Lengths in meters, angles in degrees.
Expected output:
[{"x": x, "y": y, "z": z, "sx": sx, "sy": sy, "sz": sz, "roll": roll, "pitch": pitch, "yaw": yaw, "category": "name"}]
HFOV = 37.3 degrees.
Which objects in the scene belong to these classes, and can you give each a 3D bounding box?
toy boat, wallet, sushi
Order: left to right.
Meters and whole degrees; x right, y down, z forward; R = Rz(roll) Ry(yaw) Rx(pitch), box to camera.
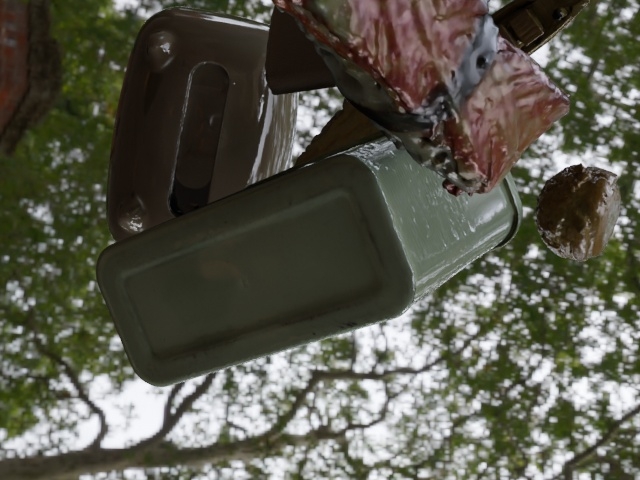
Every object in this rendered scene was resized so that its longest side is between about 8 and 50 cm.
[{"x": 0.027, "y": -0.186, "z": 0.832, "sx": 0.152, "sy": 0.039, "sz": 0.118, "roll": -7, "pitch": -121, "yaw": 20, "category": "wallet"}, {"x": 0.072, "y": -0.139, "z": 0.696, "sx": 0.124, "sy": 0.332, "sz": 0.130, "roll": -49, "pitch": -143, "yaw": 1, "category": "sushi"}, {"x": 0.213, "y": -0.230, "z": 1.086, "sx": 0.206, "sy": 0.072, "sz": 0.064, "roll": -32, "pitch": -82, "yaw": 37, "category": "toy boat"}]

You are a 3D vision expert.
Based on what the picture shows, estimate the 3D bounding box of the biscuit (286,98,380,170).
[{"x": 0.046, "y": -0.133, "z": 1.245, "sx": 0.228, "sy": 0.031, "sz": 0.176, "roll": -20, "pitch": -113, "yaw": 9, "category": "biscuit"}]

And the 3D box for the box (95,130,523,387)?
[{"x": 0.000, "y": 0.000, "z": 1.023, "sx": 0.352, "sy": 0.344, "sz": 0.177, "roll": -19, "pitch": -85, "yaw": 28, "category": "box"}]

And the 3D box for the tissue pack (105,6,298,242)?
[{"x": -0.175, "y": -0.147, "z": 1.425, "sx": 0.277, "sy": 0.267, "sz": 0.387, "roll": -84, "pitch": -175, "yaw": -84, "category": "tissue pack"}]

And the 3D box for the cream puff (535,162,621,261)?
[{"x": 0.341, "y": -0.039, "z": 1.272, "sx": 0.103, "sy": 0.144, "sz": 0.126, "roll": 21, "pitch": -102, "yaw": 28, "category": "cream puff"}]
